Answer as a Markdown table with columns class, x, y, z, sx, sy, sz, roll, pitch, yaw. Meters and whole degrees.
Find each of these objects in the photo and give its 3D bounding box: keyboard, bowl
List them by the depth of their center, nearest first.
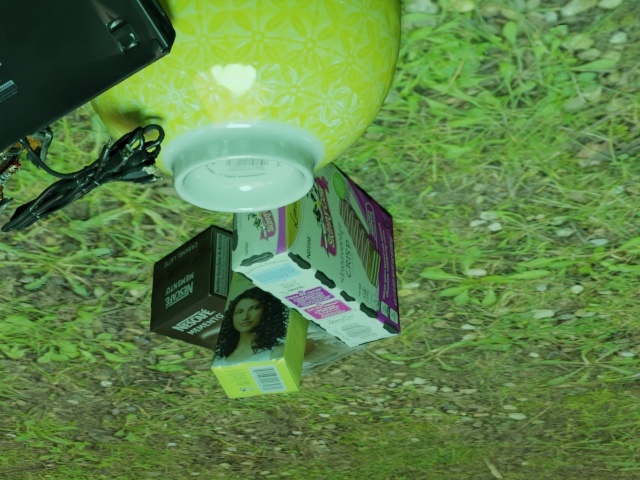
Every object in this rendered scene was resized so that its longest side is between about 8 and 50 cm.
| class | x | y | z | sx | sy | sz | roll | pitch | yaw |
| --- | --- | --- | --- | --- | --- | --- | --- | --- | --- |
| keyboard | -0.243 | -0.100 | 0.818 | 0.317 | 0.033 | 0.201 | -24 | 109 | 25 |
| bowl | -0.067 | -0.116 | 0.885 | 0.290 | 0.156 | 0.289 | -4 | 159 | -2 |

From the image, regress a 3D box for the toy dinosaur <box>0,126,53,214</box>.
| class | x | y | z | sx | sy | sz | roll | pitch | yaw |
| --- | --- | --- | --- | --- | --- | --- | --- | --- | --- |
| toy dinosaur | -0.360 | -0.119 | 0.978 | 0.218 | 0.164 | 0.322 | -3 | 131 | -22 |

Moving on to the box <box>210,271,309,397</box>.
| class | x | y | z | sx | sy | sz | roll | pitch | yaw |
| --- | --- | --- | --- | --- | --- | --- | --- | --- | --- |
| box | -0.056 | 0.065 | 1.168 | 0.087 | 0.232 | 0.058 | -10 | 131 | 16 |

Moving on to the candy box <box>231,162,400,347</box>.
| class | x | y | z | sx | sy | sz | roll | pitch | yaw |
| --- | --- | --- | --- | --- | --- | --- | --- | --- | --- |
| candy box | 0.000 | 0.000 | 1.129 | 0.071 | 0.159 | 0.233 | -19 | 146 | 27 |

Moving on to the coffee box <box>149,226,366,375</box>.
| class | x | y | z | sx | sy | sz | roll | pitch | yaw |
| --- | --- | --- | --- | --- | --- | --- | --- | --- | --- |
| coffee box | -0.078 | 0.085 | 1.342 | 0.246 | 0.098 | 0.141 | 21 | 144 | -33 |
